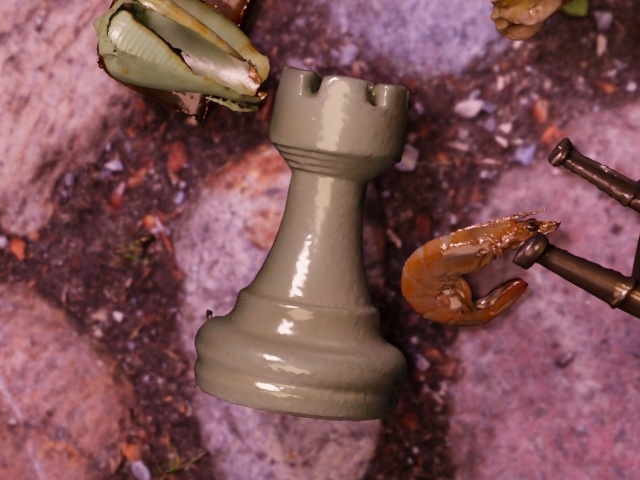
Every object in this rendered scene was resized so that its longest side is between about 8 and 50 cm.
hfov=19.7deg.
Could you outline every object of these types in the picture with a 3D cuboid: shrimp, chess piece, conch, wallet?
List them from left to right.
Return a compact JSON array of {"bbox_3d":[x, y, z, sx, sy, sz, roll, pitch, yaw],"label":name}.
[{"bbox_3d":[-0.122,-0.180,1.663,0.170,0.079,0.105,18,114,-1],"label":"conch"},{"bbox_3d":[-0.117,-0.251,1.699,0.137,0.031,0.255,27,107,8],"label":"wallet"},{"bbox_3d":[0.000,0.000,1.656,0.195,0.194,0.299,11,95,12],"label":"chess piece"},{"bbox_3d":[0.152,0.029,1.683,0.162,0.045,0.095,-21,96,16],"label":"shrimp"}]

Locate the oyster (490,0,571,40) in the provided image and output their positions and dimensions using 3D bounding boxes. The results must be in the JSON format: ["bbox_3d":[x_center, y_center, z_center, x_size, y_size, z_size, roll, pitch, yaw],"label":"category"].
[{"bbox_3d":[0.257,-0.283,1.510,0.115,0.238,0.351,33,130,-21],"label":"oyster"}]

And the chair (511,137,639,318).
[{"bbox_3d":[0.436,-0.029,1.446,0.410,0.364,0.362,40,108,-2],"label":"chair"}]
